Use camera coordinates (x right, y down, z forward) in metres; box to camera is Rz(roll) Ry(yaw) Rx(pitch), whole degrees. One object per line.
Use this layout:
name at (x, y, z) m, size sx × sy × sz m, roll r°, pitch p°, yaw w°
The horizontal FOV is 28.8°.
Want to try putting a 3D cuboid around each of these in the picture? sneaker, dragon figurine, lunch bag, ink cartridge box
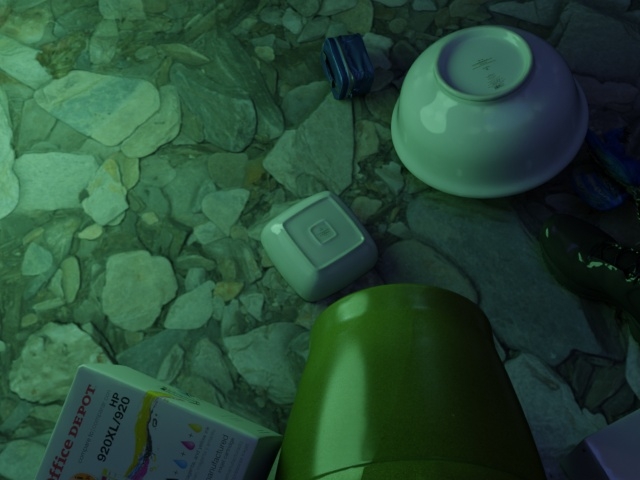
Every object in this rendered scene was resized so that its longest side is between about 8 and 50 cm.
sneaker at (0.439, 0.049, 1.760) m, size 0.286 × 0.130 × 0.109 m, roll 38°, pitch 66°, yaw 12°
dragon figurine at (0.428, -0.099, 1.827) m, size 0.289 × 0.085 × 0.144 m, roll 41°, pitch 40°, yaw 16°
lunch bag at (0.037, -0.260, 1.889) m, size 0.065 × 0.067 × 0.098 m, roll -12°, pitch 67°, yaw -14°
ink cartridge box at (-0.192, 0.268, 1.487) m, size 0.232 × 0.168 × 0.171 m, roll 21°, pitch 86°, yaw 11°

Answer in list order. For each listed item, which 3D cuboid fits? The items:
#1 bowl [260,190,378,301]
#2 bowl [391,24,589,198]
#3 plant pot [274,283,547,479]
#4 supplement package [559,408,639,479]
bowl at (0.000, 0.000, 1.760) m, size 0.142 × 0.053 × 0.142 m, roll -31°, pitch 71°, yaw -20°
bowl at (0.241, -0.217, 1.813) m, size 0.298 × 0.134 × 0.298 m, roll -6°, pitch 54°, yaw 8°
plant pot at (0.103, 0.255, 1.505) m, size 0.366 × 0.366 × 0.353 m, roll 4°, pitch 52°, yaw -7°
supplement package at (0.429, 0.285, 1.651) m, size 0.179 × 0.105 × 0.105 m, roll -23°, pitch 70°, yaw -19°
